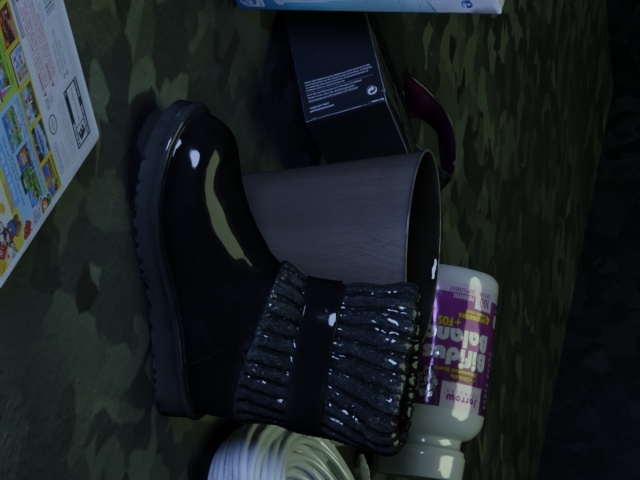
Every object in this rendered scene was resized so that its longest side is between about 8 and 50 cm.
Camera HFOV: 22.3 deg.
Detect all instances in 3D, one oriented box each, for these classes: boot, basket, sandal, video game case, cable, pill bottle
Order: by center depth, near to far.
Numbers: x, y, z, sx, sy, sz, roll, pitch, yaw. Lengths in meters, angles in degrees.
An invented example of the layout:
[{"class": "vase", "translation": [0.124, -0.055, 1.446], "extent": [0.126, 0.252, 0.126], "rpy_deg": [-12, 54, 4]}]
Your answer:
[{"class": "video game case", "translation": [-0.245, -0.113, 1.261], "extent": [0.206, 0.026, 0.227], "rpy_deg": [-66, 154, -46]}, {"class": "boot", "translation": [-0.030, 0.036, 1.568], "extent": [0.131, 0.260, 0.348], "rpy_deg": [-51, 142, -58]}, {"class": "basket", "translation": [0.000, 0.000, 1.706], "extent": [0.154, 0.227, 0.204], "rpy_deg": [-9, 103, -73]}, {"class": "cable", "translation": [-0.030, 0.314, 1.787], "extent": [0.257, 0.089, 0.257], "rpy_deg": [34, 39, -48]}, {"class": "sandal", "translation": [0.121, -0.152, 2.237], "extent": [0.446, 0.107, 0.167], "rpy_deg": [73, 27, -48]}, {"class": "pill bottle", "translation": [0.159, 0.193, 2.338], "extent": [0.169, 0.169, 0.301], "rpy_deg": [36, 59, -69]}]

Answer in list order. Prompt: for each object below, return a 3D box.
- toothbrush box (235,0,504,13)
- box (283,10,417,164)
[{"class": "toothbrush box", "translation": [0.056, -0.358, 1.690], "extent": [0.126, 0.295, 0.216], "rpy_deg": [65, 35, -57]}, {"class": "box", "translation": [0.045, -0.162, 1.928], "extent": [0.261, 0.103, 0.184], "rpy_deg": [61, 18, -59]}]
